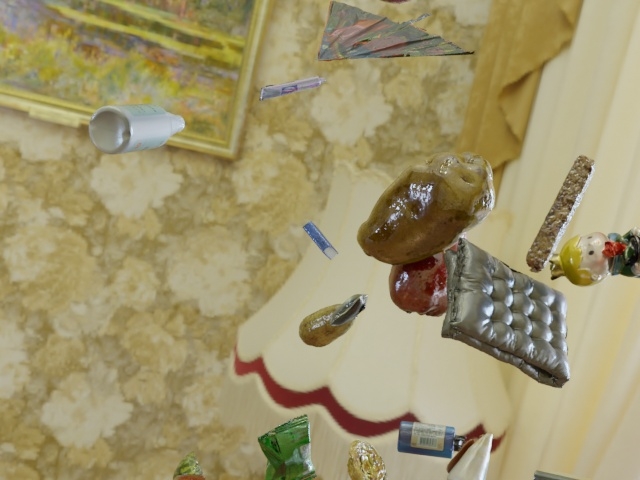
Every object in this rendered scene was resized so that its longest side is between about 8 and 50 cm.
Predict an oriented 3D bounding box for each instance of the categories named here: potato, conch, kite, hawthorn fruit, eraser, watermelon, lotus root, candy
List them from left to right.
[{"bbox_3d":[-0.314,0.553,1.866,0.069,0.163,0.087,-22,59,-19],"label":"watermelon"},{"bbox_3d":[-0.085,0.541,1.963,0.141,0.203,0.078,-9,27,-5],"label":"candy"},{"bbox_3d":[0.000,0.000,1.834,0.084,0.027,0.063,51,4,29],"label":"eraser"},{"bbox_3d":[0.013,0.268,2.484,0.258,0.110,0.097,-36,10,44],"label":"lotus root"},{"bbox_3d":[0.077,-0.316,1.232,0.234,0.016,0.321,-31,43,-27],"label":"kite"},{"bbox_3d":[0.258,0.090,2.011,0.185,0.202,0.185,3,-2,0],"label":"hawthorn fruit"},{"bbox_3d":[0.243,-0.069,1.866,0.195,0.369,0.176,42,28,-20],"label":"potato"},{"bbox_3d":[0.370,0.557,1.981,0.094,0.176,0.104,13,-13,4],"label":"conch"}]

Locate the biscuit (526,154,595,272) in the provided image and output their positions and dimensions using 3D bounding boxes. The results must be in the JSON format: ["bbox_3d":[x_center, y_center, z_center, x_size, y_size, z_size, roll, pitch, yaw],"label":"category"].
[{"bbox_3d":[0.379,-0.041,1.251,0.034,0.199,0.064,26,-7,20],"label":"biscuit"}]

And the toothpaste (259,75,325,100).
[{"bbox_3d":[-0.066,-0.364,1.881,0.170,0.028,0.045,-17,-24,-21],"label":"toothpaste"}]

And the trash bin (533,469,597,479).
[{"bbox_3d":[0.725,0.714,2.175,0.240,0.122,0.164,-2,-16,44],"label":"trash bin"}]

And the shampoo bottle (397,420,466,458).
[{"bbox_3d":[0.303,0.541,2.148,0.183,0.087,0.050,3,-28,16],"label":"shampoo bottle"}]

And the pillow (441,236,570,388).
[{"bbox_3d":[0.400,0.154,1.685,0.326,0.228,0.101,25,-38,-18],"label":"pillow"}]

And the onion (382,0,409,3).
[{"bbox_3d":[0.167,-0.591,1.680,0.177,0.177,0.153,14,-21,23],"label":"onion"}]

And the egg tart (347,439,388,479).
[{"bbox_3d":[0.103,0.523,1.819,0.129,0.049,0.129,36,31,-27],"label":"egg tart"}]

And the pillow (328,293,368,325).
[{"bbox_3d":[0.083,0.202,2.319,0.055,0.136,0.091,47,11,-13],"label":"pillow"}]

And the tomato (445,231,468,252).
[{"bbox_3d":[0.390,-0.038,2.506,0.136,0.195,0.195,-12,-6,25],"label":"tomato"}]

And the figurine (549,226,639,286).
[{"bbox_3d":[0.595,0.032,1.641,0.234,0.127,0.185,6,-10,10],"label":"figurine"}]

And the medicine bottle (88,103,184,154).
[{"bbox_3d":[-0.423,-0.275,1.914,0.110,0.110,0.352,13,14,12],"label":"medicine bottle"}]
